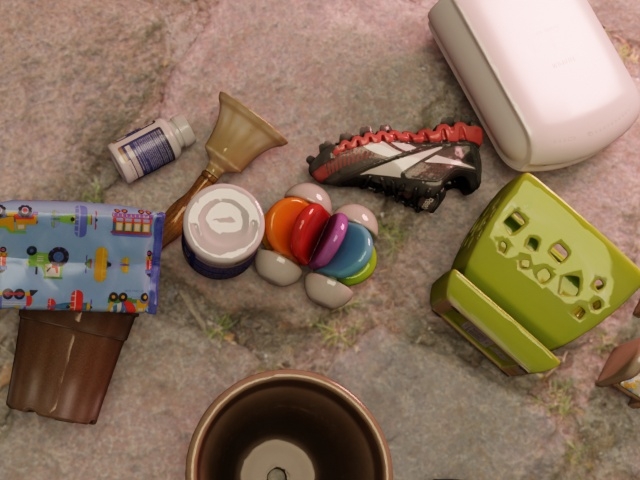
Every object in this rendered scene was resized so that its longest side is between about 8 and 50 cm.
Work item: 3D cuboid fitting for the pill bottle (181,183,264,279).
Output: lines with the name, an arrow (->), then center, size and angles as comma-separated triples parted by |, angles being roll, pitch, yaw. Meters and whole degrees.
pill bottle -> -0.141, -0.004, 1.640 | 0.112, 0.186, 0.112 | 2, 76, -7

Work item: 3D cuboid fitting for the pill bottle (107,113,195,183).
pill bottle -> -0.248, -0.139, 1.719 | 0.120, 0.067, 0.067 | -30, 82, -13

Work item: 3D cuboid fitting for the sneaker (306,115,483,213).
sneaker -> 0.120, -0.103, 1.744 | 0.276, 0.097, 0.135 | -8, 76, -11

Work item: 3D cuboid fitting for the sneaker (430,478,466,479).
sneaker -> 0.221, 0.378, 1.669 | 0.144, 0.053, 0.059 | 17, 77, -2

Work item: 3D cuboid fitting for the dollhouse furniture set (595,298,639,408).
dollhouse furniture set -> 0.589, 0.273, 1.637 | 0.362, 0.256, 0.394 | 32, 75, 0

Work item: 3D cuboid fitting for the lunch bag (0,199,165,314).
lunch bag -> -0.349, -0.002, 1.562 | 0.221, 0.293, 0.138 | 3, 100, -19

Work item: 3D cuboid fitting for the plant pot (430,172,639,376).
plant pot -> 0.290, 0.065, 1.669 | 0.227, 0.228, 0.207 | 41, 83, 3

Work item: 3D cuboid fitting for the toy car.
toy car -> 0.000, 0.000, 1.684 | 0.182, 0.136, 0.159 | 25, 75, -1

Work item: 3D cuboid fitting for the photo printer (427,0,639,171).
photo printer -> 0.337, -0.261, 1.786 | 0.256, 0.107, 0.307 | -22, 80, -27

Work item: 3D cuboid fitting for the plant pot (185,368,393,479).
plant pot -> -0.053, 0.315, 1.555 | 0.263, 0.229, 0.263 | 2, 77, -8

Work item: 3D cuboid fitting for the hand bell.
hand bell -> -0.168, -0.086, 1.715 | 0.126, 0.126, 0.242 | 36, 87, 2

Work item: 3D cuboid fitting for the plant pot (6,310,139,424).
plant pot -> -0.350, 0.160, 1.594 | 0.167, 0.167, 0.165 | 14, 82, -4
